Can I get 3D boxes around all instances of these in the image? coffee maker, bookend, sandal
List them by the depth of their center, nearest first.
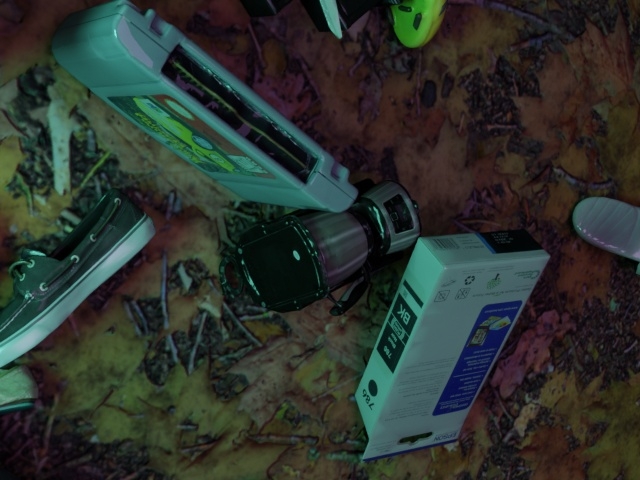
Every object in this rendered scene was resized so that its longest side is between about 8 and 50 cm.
[{"bbox_3d":[-0.016,-0.285,1.017,0.157,0.072,0.156,-42,118,-17],"label":"bookend"},{"bbox_3d":[0.000,0.000,1.049,0.178,0.171,0.120,-24,115,-43],"label":"coffee maker"},{"bbox_3d":[0.483,0.000,1.381,0.265,0.076,0.101,20,74,-12],"label":"sandal"}]

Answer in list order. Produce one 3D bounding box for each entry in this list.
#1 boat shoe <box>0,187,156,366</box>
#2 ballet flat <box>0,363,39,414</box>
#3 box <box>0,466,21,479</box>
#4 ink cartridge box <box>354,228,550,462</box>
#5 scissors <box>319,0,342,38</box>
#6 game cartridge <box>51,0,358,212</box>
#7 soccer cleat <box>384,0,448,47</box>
[{"bbox_3d":[-0.268,0.032,0.922,0.228,0.080,0.076,-43,112,-19],"label":"boat shoe"},{"bbox_3d":[-0.366,0.159,0.908,0.168,0.057,0.052,-11,77,-33],"label":"ballet flat"},{"bbox_3d":[-0.356,0.295,0.846,0.163,0.142,0.247,-32,120,21],"label":"box"},{"bbox_3d":[0.149,0.135,1.152,0.165,0.065,0.332,-4,129,-31],"label":"ink cartridge box"},{"bbox_3d":[-0.020,-0.325,0.782,0.109,0.021,0.297,-35,101,-20],"label":"scissors"},{"bbox_3d":[-0.119,-0.122,0.911,0.294,0.196,0.060,36,80,-31],"label":"game cartridge"},{"bbox_3d":[0.146,-0.372,1.089,0.121,0.093,0.289,-1,100,-38],"label":"soccer cleat"}]
